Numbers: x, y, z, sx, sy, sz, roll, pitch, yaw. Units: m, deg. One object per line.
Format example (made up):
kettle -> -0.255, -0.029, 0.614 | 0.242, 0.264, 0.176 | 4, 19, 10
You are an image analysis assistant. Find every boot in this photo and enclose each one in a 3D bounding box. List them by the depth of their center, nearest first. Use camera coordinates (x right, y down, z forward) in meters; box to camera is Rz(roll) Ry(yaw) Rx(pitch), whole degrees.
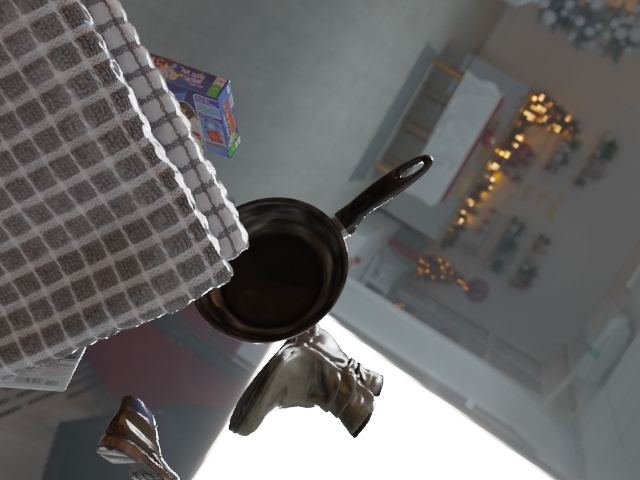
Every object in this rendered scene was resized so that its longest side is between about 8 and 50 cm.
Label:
boot -> -0.004, 0.206, 1.127 | 0.083, 0.161, 0.246 | -54, 176, 34
boot -> -0.300, 0.362, 1.507 | 0.219, 0.082, 0.106 | 57, 37, -46

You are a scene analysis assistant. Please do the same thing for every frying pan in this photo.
frying pan -> -0.025, -0.011, 1.062 | 0.326, 0.197, 0.053 | -53, 156, -19

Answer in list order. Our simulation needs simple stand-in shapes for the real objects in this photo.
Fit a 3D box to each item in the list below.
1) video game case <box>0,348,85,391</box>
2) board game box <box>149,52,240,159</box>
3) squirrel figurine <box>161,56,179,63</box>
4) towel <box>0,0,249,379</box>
video game case -> -0.391, 0.125, 1.065 | 0.173, 0.190, 0.022 | -56, -144, 36
board game box -> -0.212, -0.193, 1.166 | 0.136, 0.201, 0.035 | 88, 27, -60
squirrel figurine -> -0.519, -0.238, 1.518 | 0.397, 0.371, 0.281 | -27, 138, -62
towel -> -0.222, -0.026, 0.569 | 0.284, 0.235, 0.121 | -24, -163, 17
